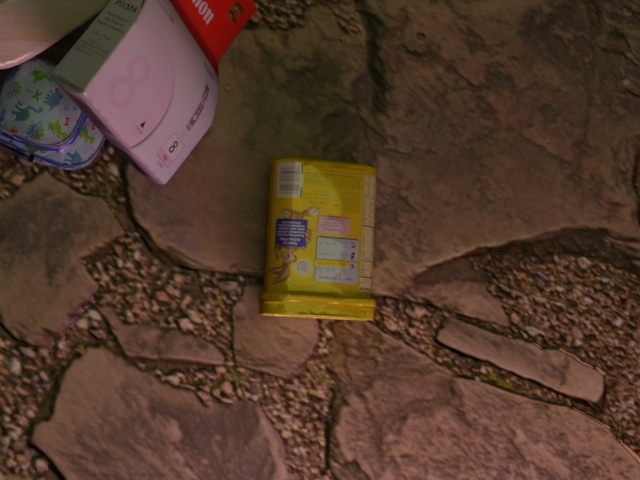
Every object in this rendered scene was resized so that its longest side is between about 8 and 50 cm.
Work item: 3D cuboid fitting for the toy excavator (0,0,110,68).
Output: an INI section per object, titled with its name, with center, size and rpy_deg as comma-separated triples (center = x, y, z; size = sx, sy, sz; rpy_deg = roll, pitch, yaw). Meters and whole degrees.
[toy excavator]
center = -0.418, -0.211, 0.895
size = 0.445, 0.222, 0.433
rpy_deg = 30, 88, -38

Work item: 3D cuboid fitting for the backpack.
[backpack]
center = -0.276, -0.128, 1.026
size = 0.114, 0.084, 0.105
rpy_deg = 25, 83, -13

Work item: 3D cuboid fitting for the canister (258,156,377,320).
[canister]
center = 0.000, 0.000, 1.089
size = 0.126, 0.073, 0.170
rpy_deg = 5, 84, -13

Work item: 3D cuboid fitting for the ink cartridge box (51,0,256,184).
[ink cartridge box]
center = -0.146, -0.196, 1.013
size = 0.066, 0.189, 0.232
rpy_deg = 34, 79, 28
